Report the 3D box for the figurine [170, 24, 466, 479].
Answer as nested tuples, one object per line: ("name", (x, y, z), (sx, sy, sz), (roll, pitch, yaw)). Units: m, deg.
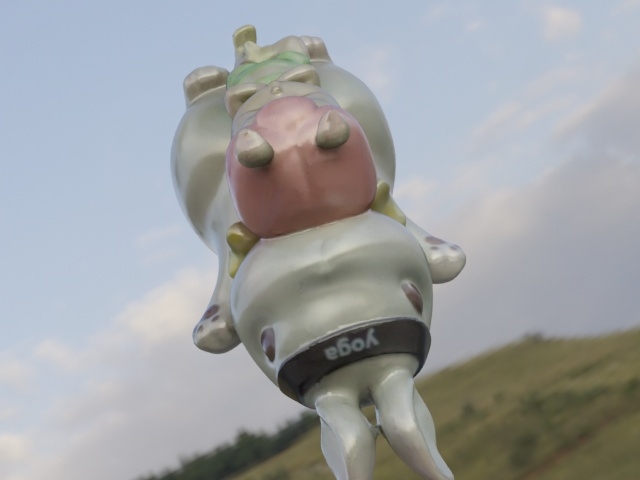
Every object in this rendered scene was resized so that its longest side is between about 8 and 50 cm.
("figurine", (-0.010, 0.002, 0.511), (0.081, 0.146, 0.098), (-33, -54, 12))
